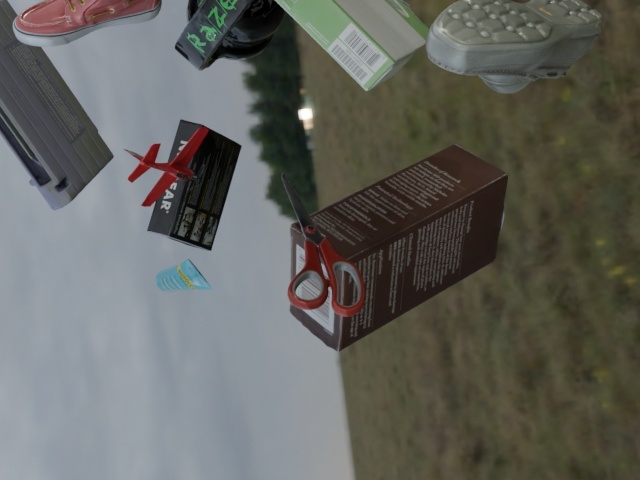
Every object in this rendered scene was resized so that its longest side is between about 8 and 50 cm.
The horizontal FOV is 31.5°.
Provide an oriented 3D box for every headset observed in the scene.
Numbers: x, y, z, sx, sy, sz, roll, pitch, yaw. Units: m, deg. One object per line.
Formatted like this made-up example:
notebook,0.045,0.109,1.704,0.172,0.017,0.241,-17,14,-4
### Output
headset,-0.102,-0.382,1.563,0.185,0.243,0.394,40,-151,-6

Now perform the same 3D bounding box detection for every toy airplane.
toy airplane,-0.215,-0.104,1.586,0.028,0.151,0.151,49,161,32

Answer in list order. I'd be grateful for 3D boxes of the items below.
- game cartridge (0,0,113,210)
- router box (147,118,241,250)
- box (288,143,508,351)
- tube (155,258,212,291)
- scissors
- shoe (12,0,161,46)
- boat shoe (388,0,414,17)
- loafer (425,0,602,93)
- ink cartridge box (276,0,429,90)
game cartridge,-0.522,-0.247,2.028,0.355,0.068,0.230,58,-162,-16
router box,-0.192,-0.083,1.748,0.133,0.046,0.178,25,-100,-65
box,0.131,0.004,1.886,0.143,0.381,0.191,37,139,37
tube,-0.286,0.077,2.368,0.080,0.052,0.207,47,156,-15
scissors,0.000,0.000,1.648,0.297,0.109,0.021,-96,7,-47
shoe,-0.274,-0.285,1.319,0.081,0.178,0.063,95,156,-56
boat shoe,0.120,-0.489,2.337,0.066,0.184,0.063,-46,41,45
loafer,0.221,-0.217,1.303,0.112,0.319,0.111,41,124,26
ink cartridge box,0.047,-0.280,1.420,0.171,0.056,0.235,45,-157,2
